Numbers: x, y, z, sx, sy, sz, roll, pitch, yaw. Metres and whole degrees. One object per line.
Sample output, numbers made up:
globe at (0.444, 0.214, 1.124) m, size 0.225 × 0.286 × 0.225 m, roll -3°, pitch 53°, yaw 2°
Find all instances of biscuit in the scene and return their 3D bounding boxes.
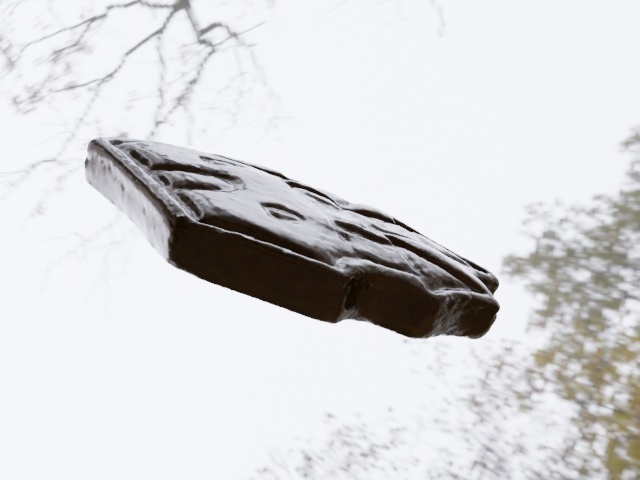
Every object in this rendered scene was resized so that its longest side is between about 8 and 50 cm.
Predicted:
biscuit at (0.001, -0.002, 0.814) m, size 0.215 × 0.182 × 0.034 m, roll 14°, pitch -76°, yaw -32°
